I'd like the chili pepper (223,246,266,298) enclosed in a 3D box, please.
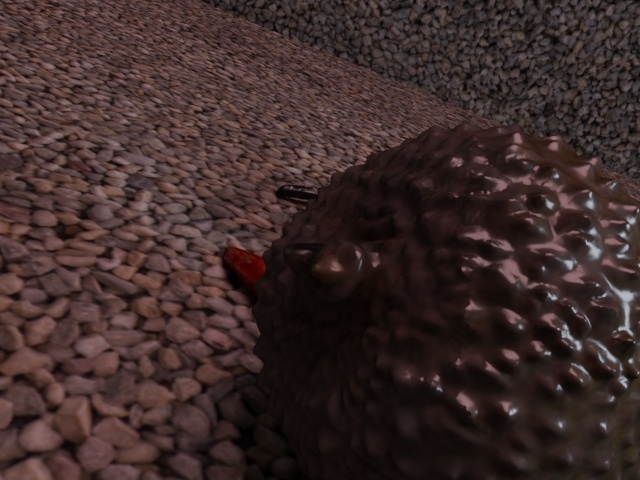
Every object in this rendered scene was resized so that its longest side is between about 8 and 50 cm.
[{"bbox_3d":[-0.073,0.049,0.896,0.059,0.050,0.191,-4,23,-42],"label":"chili pepper"}]

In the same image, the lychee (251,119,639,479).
[{"bbox_3d":[0.134,0.081,0.637,0.432,0.380,0.380,24,18,-42],"label":"lychee"}]

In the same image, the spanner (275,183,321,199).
[{"bbox_3d":[0.075,-0.071,1.271,0.325,0.093,0.026,7,63,-21],"label":"spanner"}]
